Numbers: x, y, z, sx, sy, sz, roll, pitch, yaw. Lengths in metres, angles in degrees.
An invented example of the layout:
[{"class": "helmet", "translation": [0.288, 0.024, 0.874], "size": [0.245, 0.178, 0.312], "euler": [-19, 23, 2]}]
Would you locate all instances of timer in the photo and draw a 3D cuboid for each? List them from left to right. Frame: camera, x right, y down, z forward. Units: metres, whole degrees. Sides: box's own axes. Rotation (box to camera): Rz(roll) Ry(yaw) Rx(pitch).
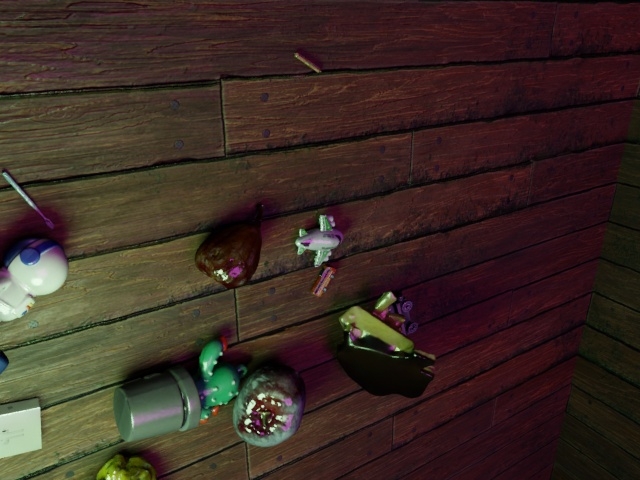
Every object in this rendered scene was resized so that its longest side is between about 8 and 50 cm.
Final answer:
[{"class": "timer", "translation": [-0.724, 0.142, 1.158], "size": [0.383, 0.270, 0.270], "euler": [-49, 130, -27]}]

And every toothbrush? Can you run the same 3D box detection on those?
[{"class": "toothbrush", "translation": [-0.669, -0.090, 1.212], "size": [0.011, 0.014, 0.167], "euler": [-33, 125, -8]}]

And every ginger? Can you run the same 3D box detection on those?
[{"class": "ginger", "translation": [0.250, 0.371, 1.859], "size": [0.413, 0.358, 0.211], "euler": [68, 33, -42]}]

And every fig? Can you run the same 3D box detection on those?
[{"class": "fig", "translation": [-0.227, 0.007, 1.483], "size": [0.274, 0.170, 0.145], "euler": [-57, 150, -26]}]

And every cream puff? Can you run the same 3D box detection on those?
[{"class": "cream puff", "translation": [-0.572, 0.745, 1.507], "size": [0.196, 0.244, 0.244], "euler": [-38, 132, 20]}]

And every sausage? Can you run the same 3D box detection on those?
[{"class": "sausage", "translation": [-0.035, -0.495, 1.468], "size": [0.100, 0.015, 0.015], "euler": [24, 95, -38]}]

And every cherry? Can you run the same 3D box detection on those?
[{"class": "cherry", "translation": [-0.154, 0.514, 1.661], "size": [0.296, 0.218, 0.255], "euler": [-5, 114, -80]}]

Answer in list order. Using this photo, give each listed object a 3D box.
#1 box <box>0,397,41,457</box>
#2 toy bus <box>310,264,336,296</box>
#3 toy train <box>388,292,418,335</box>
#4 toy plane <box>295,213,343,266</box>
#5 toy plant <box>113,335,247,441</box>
[{"class": "box", "translation": [-0.790, 0.482, 1.349], "size": [0.129, 0.051, 0.130], "euler": [-4, 111, -33]}, {"class": "toy bus", "translation": [0.008, 0.132, 1.754], "size": [0.043, 0.031, 0.110], "euler": [28, 93, -32]}, {"class": "toy train", "translation": [0.287, 0.292, 1.979], "size": [0.132, 0.083, 0.200], "euler": [-29, 122, -17]}, {"class": "toy plane", "translation": [-0.001, -0.001, 1.660], "size": [0.174, 0.080, 0.174], "euler": [-15, 117, -31]}, {"class": "toy plant", "translation": [-0.379, 0.437, 1.532], "size": [0.400, 0.185, 0.279], "euler": [-6, 94, -41]}]
